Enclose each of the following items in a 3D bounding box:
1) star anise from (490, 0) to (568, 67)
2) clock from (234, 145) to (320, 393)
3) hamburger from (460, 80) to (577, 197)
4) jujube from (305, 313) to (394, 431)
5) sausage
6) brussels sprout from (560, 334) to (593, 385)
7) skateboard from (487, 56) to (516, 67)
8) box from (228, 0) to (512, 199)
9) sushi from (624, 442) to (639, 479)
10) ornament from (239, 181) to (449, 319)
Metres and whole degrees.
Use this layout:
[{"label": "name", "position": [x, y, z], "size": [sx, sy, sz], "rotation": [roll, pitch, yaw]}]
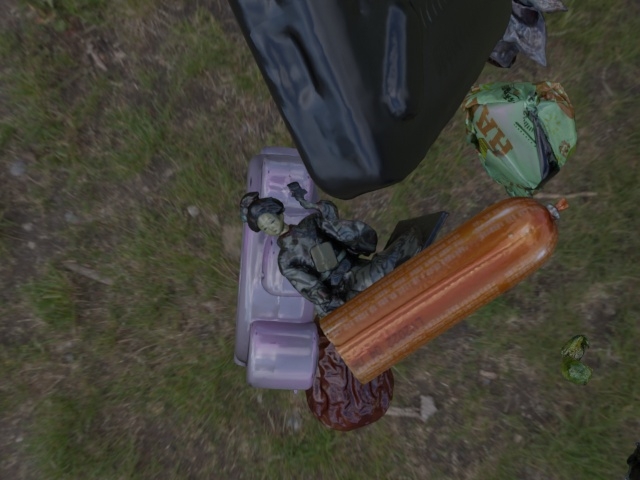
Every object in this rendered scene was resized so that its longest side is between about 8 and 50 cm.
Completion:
[{"label": "star anise", "position": [0.228, -0.312, 1.102], "size": [0.081, 0.262, 0.230], "rotation": [-14, 83, -21]}, {"label": "clock", "position": [-0.060, 0.031, 1.297], "size": [0.113, 0.295, 0.322], "rotation": [3, 99, -5]}, {"label": "hamburger", "position": [0.348, -0.169, 1.562], "size": [0.125, 0.214, 0.235], "rotation": [-34, 108, -20]}, {"label": "jujube", "position": [0.047, 0.212, 1.524], "size": [0.155, 0.155, 0.230], "rotation": [-4, 114, -3]}, {"label": "sausage", "position": [0.113, 0.033, 0.771], "size": [0.234, 0.071, 0.071], "rotation": [-34, 88, 4]}, {"label": "brussels sprout", "position": [0.407, 0.192, 1.428], "size": [0.051, 0.046, 0.083], "rotation": [-8, 42, 17]}, {"label": "skateboard", "position": [0.264, -0.316, 1.477], "size": [0.151, 0.080, 0.067], "rotation": [5, 97, -44]}, {"label": "box", "position": [0.022, -0.204, 0.502], "size": [0.073, 0.290, 0.289], "rotation": [-10, 117, 32]}, {"label": "sushi", "position": [0.451, 0.273, 1.007], "size": [0.213, 0.115, 0.147], "rotation": [-12, 98, -30]}, {"label": "ornament", "position": [0.000, 0.000, 0.997], "size": [0.196, 0.153, 0.166], "rotation": [30, 80, -8]}]
